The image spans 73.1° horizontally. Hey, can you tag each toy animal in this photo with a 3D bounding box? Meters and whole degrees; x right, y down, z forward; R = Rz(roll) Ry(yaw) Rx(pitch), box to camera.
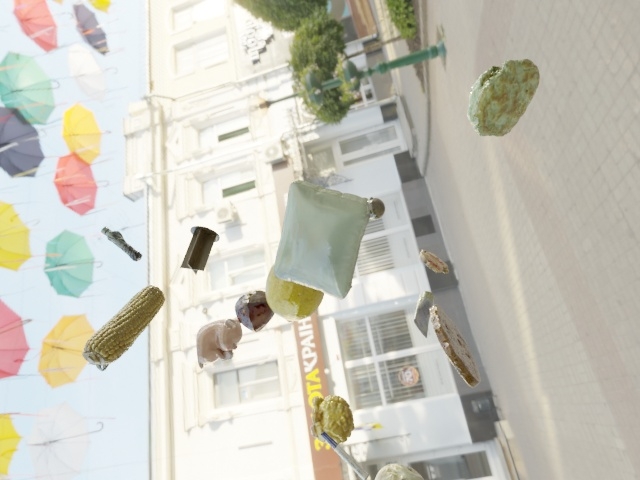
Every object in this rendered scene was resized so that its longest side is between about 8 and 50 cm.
[{"bbox_3d":[-0.523,0.521,2.236,0.195,0.255,0.213,94,158,-84],"label":"toy animal"}]

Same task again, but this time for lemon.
[{"bbox_3d":[-0.099,0.178,1.735,0.245,0.244,0.321,-59,-20,-76],"label":"lemon"}]

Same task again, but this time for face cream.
[{"bbox_3d":[0.469,0.330,1.976,0.114,0.070,0.224,51,-141,-19],"label":"face cream"}]

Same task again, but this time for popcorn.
[{"bbox_3d":[0.041,0.661,1.598,0.179,0.170,0.180,4,-95,-52],"label":"popcorn"}]

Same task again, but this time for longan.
[{"bbox_3d":[0.247,-0.153,2.021,0.106,0.106,0.119,61,-175,-55],"label":"longan"}]

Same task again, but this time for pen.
[{"bbox_3d":[0.078,0.705,1.417,0.204,0.025,0.025,44,-170,2],"label":"pen"}]

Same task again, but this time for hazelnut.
[{"bbox_3d":[-0.311,0.344,2.074,0.208,0.207,0.209,-14,-90,-80],"label":"hazelnut"}]

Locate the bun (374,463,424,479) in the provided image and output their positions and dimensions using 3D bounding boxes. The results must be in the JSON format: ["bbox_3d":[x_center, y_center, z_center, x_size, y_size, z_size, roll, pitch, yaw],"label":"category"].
[{"bbox_3d":[0.276,0.812,1.418,0.128,0.178,0.193,-58,-6,-17],"label":"bun"}]

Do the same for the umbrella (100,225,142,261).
[{"bbox_3d":[-0.764,0.010,1.665,0.188,0.050,0.046,38,158,7],"label":"umbrella"}]

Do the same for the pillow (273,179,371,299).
[{"bbox_3d":[0.000,0.000,1.278,0.120,0.255,0.323,-51,-25,-64],"label":"pillow"}]

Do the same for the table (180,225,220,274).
[{"bbox_3d":[-0.657,0.059,2.328,0.167,0.166,0.227,62,-145,-54],"label":"table"}]

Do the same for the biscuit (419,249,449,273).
[{"bbox_3d":[0.544,0.099,2.076,0.166,0.036,0.225,44,-160,24],"label":"biscuit"}]

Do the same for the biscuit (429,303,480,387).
[{"bbox_3d":[0.459,0.363,1.487,0.257,0.049,0.273,49,-162,-21],"label":"biscuit"}]

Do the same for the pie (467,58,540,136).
[{"bbox_3d":[0.479,-0.377,1.134,0.090,0.247,0.201,42,129,40],"label":"pie"}]

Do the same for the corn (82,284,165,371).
[{"bbox_3d":[-0.540,0.236,1.225,0.293,0.106,0.107,-58,-44,-50],"label":"corn"}]
